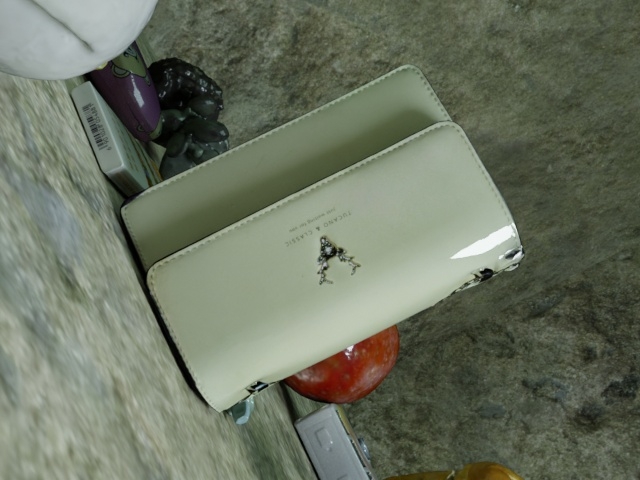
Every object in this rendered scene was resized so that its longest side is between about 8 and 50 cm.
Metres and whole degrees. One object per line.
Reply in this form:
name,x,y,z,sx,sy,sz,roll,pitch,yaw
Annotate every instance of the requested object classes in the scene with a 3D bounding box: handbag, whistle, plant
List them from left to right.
plant,-0.225,-0.197,1.408,0.149,0.146,0.274,14,30,-27
whistle,-0.092,0.178,0.967,0.035,0.035,0.100,64,0,-19
handbag,0.000,0.000,0.909,0.236,0.359,0.160,63,-3,20

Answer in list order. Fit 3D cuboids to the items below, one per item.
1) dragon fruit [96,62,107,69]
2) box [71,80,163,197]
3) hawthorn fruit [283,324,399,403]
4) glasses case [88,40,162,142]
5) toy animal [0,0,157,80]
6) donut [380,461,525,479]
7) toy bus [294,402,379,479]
dragon fruit,-0.218,-0.220,0.663,0.160,0.166,0.172,21,-61,26
box,-0.228,-0.089,1.041,0.122,0.032,0.220,62,-1,22
hawthorn fruit,0.017,0.175,1.638,0.284,0.284,0.284,64,-1,2
glasses case,-0.300,-0.277,1.194,0.316,0.076,0.123,63,-1,18
toy animal,-0.181,-0.207,0.451,0.265,0.206,0.271,60,-1,-34
donut,0.142,0.379,0.832,0.150,0.299,0.317,83,11,-53
toy bus,0.070,0.454,1.511,0.342,0.097,0.138,63,1,18
